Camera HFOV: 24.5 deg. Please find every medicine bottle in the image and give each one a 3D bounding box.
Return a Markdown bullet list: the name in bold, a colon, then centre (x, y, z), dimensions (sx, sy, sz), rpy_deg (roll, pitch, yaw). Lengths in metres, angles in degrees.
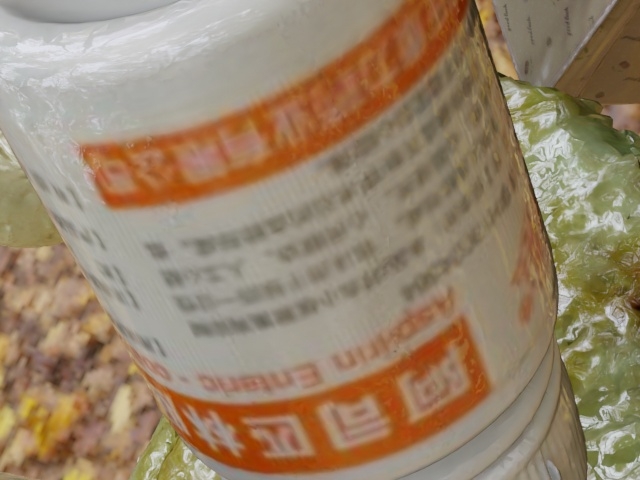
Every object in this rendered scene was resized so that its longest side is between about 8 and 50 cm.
- **medicine bottle**: centre (0.000, 0.000, 0.470), dimensions (0.144, 0.252, 0.144), rpy_deg (-15, 41, 13)

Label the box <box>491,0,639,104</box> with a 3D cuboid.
- **box**: centre (0.290, -0.285, 1.282), dimensions (0.297, 0.190, 0.225), rpy_deg (121, 140, -54)

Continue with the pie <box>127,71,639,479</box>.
- **pie**: centre (0.061, 0.137, 0.723), dimensions (0.395, 0.180, 0.418), rpy_deg (-44, 51, 11)

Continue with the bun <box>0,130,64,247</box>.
- **bun**: centre (-0.186, -0.097, 0.961), dimensions (0.222, 0.222, 0.127), rpy_deg (-58, 28, 6)

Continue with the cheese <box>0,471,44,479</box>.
- **cheese**: centre (-0.105, 0.232, 0.450), dimensions (0.318, 0.115, 0.327), rpy_deg (-156, 71, -75)
